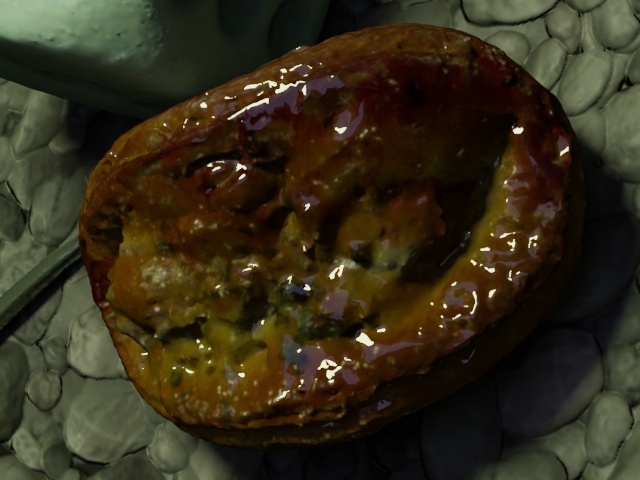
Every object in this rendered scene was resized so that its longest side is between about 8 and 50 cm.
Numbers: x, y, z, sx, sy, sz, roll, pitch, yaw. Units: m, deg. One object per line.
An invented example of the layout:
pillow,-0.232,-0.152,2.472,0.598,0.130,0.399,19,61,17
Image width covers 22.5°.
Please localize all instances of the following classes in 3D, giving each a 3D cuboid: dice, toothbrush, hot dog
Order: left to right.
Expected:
toothbrush,-0.247,0.037,1.365,0.297,0.030,0.030,-42,38,15
dice,-0.152,-0.244,1.242,0.262,0.268,0.265,14,85,28
hot dog,0.000,0.000,1.152,0.387,0.174,0.267,-21,99,21
